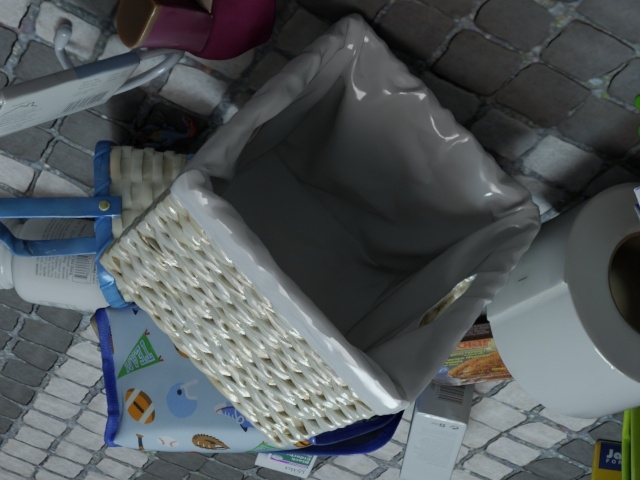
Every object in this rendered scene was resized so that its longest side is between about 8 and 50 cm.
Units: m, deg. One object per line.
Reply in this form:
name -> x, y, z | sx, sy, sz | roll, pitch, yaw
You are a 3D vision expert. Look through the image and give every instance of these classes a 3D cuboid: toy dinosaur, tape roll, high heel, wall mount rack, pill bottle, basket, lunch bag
toy dinosaur -> -0.194, -0.137, 1.668 | 0.082, 0.047, 0.090 | 1, 177, 5
tape roll -> 0.340, 0.073, 1.539 | 0.246, 0.246, 0.169 | 26, 154, -15
high heel -> -0.057, -0.325, 1.318 | 0.181, 0.127, 0.377 | -7, 153, -40
wall mount rack -> -0.288, -0.218, 1.400 | 0.304, 0.350, 0.130 | -34, 83, 51
pill bottle -> -0.363, 0.029, 1.867 | 0.229, 0.131, 0.131 | 8, 145, 10
basket -> 0.000, 0.000, 1.456 | 0.331, 0.328, 0.266 | 46, 144, -7
basket -> -0.266, -0.018, 1.656 | 0.289, 0.201, 0.255 | 1, 171, 2
lunch bag -> -0.069, 0.182, 1.845 | 0.328, 0.238, 0.385 | -3, 178, 24

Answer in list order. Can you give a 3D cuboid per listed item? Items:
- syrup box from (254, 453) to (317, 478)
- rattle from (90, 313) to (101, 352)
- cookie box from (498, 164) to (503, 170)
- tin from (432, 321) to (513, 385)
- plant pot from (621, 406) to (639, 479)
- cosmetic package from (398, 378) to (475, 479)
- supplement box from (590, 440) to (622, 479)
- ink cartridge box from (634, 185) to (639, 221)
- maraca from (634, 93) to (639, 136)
syrup box -> -0.035, 0.289, 2.141 | 0.093, 0.096, 0.237 | 16, 145, -3
rattle -> -0.289, 0.158, 2.112 | 0.130, 0.143, 0.199 | 42, 167, 17
cookie box -> 0.200, -0.025, 1.610 | 0.040, 0.091, 0.107 | 3, 143, 11
tin -> 0.228, 0.158, 1.884 | 0.190, 0.040, 0.106 | -8, 143, 15
plant pot -> 0.531, 0.319, 1.862 | 0.207, 0.227, 0.228 | 2, 144, 9
cosmetic package -> 0.178, 0.276, 2.024 | 0.086, 0.117, 0.231 | 14, 144, 4
supplement box -> 0.495, 0.516, 2.026 | 0.195, 0.356, 0.194 | 6, 145, 13
ink cartridge box -> 0.436, -0.035, 1.379 | 0.206, 0.045, 0.208 | -25, 129, 6
maraca -> 0.379, -0.146, 1.336 | 0.099, 0.127, 0.185 | -13, 152, -28
